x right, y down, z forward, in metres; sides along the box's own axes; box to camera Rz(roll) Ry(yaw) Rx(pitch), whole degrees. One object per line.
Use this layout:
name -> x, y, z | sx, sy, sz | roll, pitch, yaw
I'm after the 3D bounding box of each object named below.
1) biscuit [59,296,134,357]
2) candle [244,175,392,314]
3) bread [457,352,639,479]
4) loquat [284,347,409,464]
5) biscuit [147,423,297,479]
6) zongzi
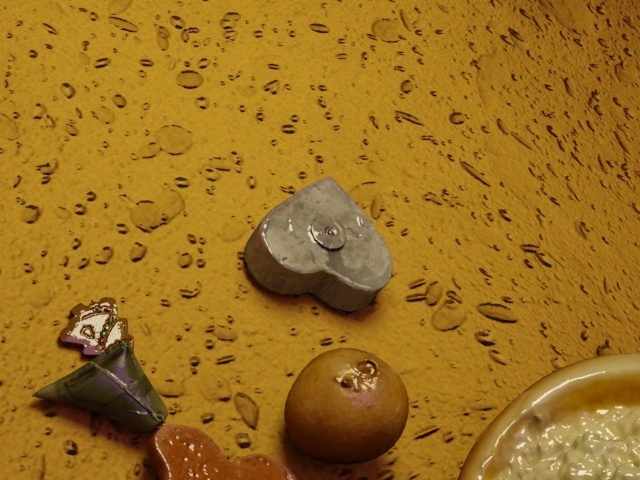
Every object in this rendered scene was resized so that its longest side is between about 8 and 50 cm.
biscuit -> -0.244, 0.107, 1.064 | 0.092, 0.016, 0.082 | 45, 50, 7
candle -> 0.000, 0.000, 1.228 | 0.192, 0.068, 0.168 | 16, 53, -23
bread -> 0.322, 0.320, 1.025 | 0.245, 0.329, 0.424 | 51, 48, -20
loquat -> 0.028, 0.188, 1.079 | 0.141, 0.141, 0.141 | 13, 55, -20
biscuit -> -0.120, 0.329, 0.928 | 0.205, 0.049, 0.324 | 27, 35, -20
zongzi -> -0.230, 0.178, 1.009 | 0.113, 0.052, 0.104 | -30, 83, -24
